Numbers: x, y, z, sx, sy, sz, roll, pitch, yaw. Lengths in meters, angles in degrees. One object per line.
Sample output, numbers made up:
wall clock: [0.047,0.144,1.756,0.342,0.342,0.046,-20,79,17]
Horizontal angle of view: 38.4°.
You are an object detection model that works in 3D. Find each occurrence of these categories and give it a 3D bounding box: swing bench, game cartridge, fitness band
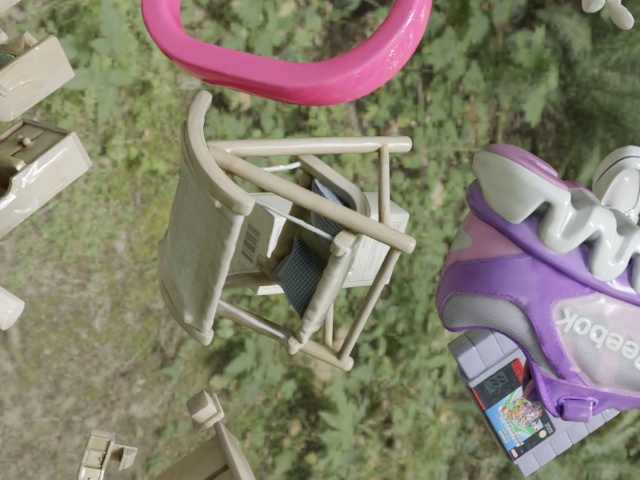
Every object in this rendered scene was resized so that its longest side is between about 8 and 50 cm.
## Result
swing bench: [-0.053,-0.001,1.037,0.253,0.254,0.165,111,-14,-48]
game cartridge: [0.380,0.250,1.616,0.230,0.068,0.355,-36,124,-6]
fitness band: [-0.035,-0.234,0.848,0.209,0.290,0.054,-67,154,-10]

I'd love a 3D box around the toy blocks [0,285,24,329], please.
toy blocks: [-0.558,0.155,1.051,0.309,0.260,0.288,-59,178,28]

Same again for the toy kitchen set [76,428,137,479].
toy kitchen set: [-0.282,0.307,1.213,0.075,0.068,0.083,-102,-150,-56]

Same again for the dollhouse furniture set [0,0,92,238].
dollhouse furniture set: [-0.558,-0.207,1.355,0.256,0.362,0.394,-46,134,-29]

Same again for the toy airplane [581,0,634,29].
toy airplane: [0.399,-0.347,0.899,0.384,0.272,0.386,-90,-166,-51]

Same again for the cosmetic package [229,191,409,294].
cosmetic package: [0.000,0.000,1.722,0.309,0.113,0.160,-2,118,-37]

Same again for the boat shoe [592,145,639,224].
boat shoe: [0.490,-0.035,1.557,0.088,0.096,0.268,-86,-170,-47]

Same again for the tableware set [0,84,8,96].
tableware set: [-0.314,-0.126,0.664,0.154,0.024,0.104,41,42,-8]

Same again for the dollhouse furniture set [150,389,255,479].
dollhouse furniture set: [-0.195,0.447,1.290,0.174,0.303,0.356,54,3,-40]

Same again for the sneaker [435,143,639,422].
sneaker: [0.156,0.052,0.460,0.105,0.236,0.095,-58,-179,13]
